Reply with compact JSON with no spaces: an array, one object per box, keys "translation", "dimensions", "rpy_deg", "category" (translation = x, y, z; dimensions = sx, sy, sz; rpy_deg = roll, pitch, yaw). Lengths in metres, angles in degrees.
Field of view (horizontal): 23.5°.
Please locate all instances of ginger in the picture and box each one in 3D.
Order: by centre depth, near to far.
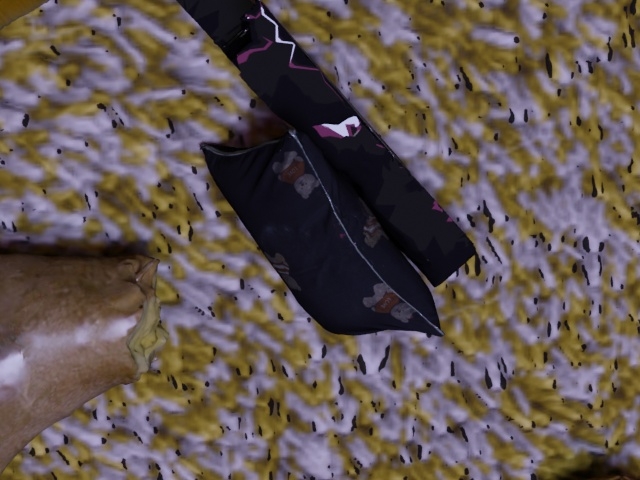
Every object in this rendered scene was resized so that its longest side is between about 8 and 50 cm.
[{"translation":[-0.272,0.103,0.843],"dimensions":[0.236,0.166,0.375],"rpy_deg":[39,73,15],"category":"ginger"}]

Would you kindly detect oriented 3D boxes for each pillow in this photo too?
[{"translation":[0.000,0.000,0.847],"dimensions":[0.090,0.048,0.150],"rpy_deg":[-16,120,41],"category":"pillow"}]

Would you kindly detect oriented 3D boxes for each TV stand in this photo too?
[{"translation":[-0.003,-0.072,0.844],"dimensions":[0.036,0.042,0.249],"rpy_deg":[-42,111,3],"category":"TV stand"}]

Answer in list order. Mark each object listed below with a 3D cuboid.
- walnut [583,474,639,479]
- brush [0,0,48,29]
[{"translation":[0.178,0.195,0.964],"dimensions":[0.091,0.052,0.121],"rpy_deg":[-3,108,-8],"category":"walnut"},{"translation":[-0.205,-0.192,0.671],"dimensions":[0.085,0.020,0.336],"rpy_deg":[-27,151,3],"category":"brush"}]
